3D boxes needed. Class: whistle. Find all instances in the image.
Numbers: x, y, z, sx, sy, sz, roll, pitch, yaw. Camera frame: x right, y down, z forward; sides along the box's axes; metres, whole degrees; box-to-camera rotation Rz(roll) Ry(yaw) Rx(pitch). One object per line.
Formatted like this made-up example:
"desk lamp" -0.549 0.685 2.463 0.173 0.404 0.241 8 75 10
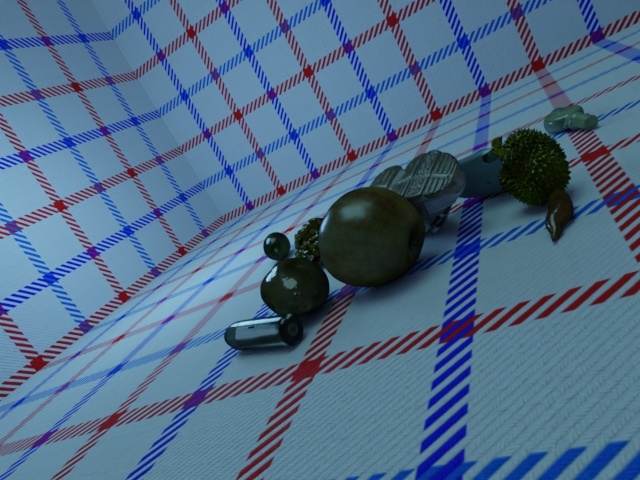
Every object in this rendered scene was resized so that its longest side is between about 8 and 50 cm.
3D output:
"whistle" 0.811 -0.394 1.581 0.126 0.067 0.258 -28 16 9

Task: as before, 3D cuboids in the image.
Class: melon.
"melon" -0.180 0.022 1.997 0.114 0.114 0.167 -29 11 3

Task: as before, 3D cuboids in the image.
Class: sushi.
"sushi" -0.002 0.002 1.646 0.179 0.167 0.296 -15 10 -40

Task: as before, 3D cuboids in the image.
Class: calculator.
"calculator" 0.464 -0.183 1.334 0.295 0.184 0.042 -19 54 47

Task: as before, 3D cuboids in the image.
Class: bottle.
"bottle" -0.147 0.232 1.244 0.253 0.080 0.096 -17 13 42

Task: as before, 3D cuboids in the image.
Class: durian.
"durian" 0.504 -0.180 1.147 0.159 0.198 0.146 -30 2 -29

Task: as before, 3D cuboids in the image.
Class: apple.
"apple" 0.130 -0.003 1.215 0.233 0.257 0.257 16 39 29

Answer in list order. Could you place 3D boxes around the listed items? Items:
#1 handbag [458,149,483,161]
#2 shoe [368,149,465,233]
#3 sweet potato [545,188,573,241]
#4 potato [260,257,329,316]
"handbag" 0.457 -0.214 1.642 0.216 0.074 0.203 -17 18 35
"shoe" 0.286 -0.118 1.344 0.172 0.198 0.351 -55 22 -16
"sweet potato" 0.502 -0.055 1.026 0.056 0.056 0.195 -17 24 42
"potato" -0.068 0.129 1.302 0.178 0.160 0.235 -42 13 3
